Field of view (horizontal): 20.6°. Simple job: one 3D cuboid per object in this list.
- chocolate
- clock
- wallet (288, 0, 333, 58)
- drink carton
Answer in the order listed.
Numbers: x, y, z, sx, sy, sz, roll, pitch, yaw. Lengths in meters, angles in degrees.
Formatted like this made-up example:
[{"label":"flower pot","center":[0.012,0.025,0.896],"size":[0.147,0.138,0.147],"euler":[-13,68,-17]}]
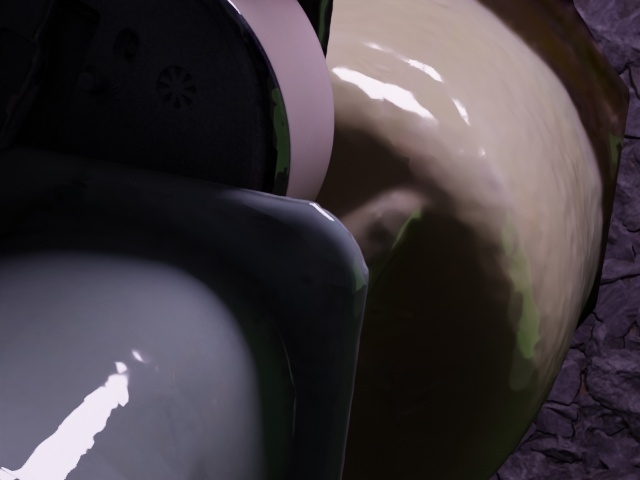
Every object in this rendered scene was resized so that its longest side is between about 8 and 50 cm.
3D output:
[{"label":"chocolate","center":[0.000,0.000,0.948],"size":[0.297,0.314,0.326],"euler":[-48,148,-78]},{"label":"clock","center":[-0.077,-0.047,0.674],"size":[0.229,0.156,0.063],"euler":[-62,172,24]},{"label":"wallet","center":[-0.066,-0.135,0.706],"size":[0.044,0.170,0.321],"euler":[-24,127,-58]},{"label":"drink carton","center":[-0.104,0.091,0.595],"size":[0.189,0.191,0.185],"euler":[-56,156,-60]}]
